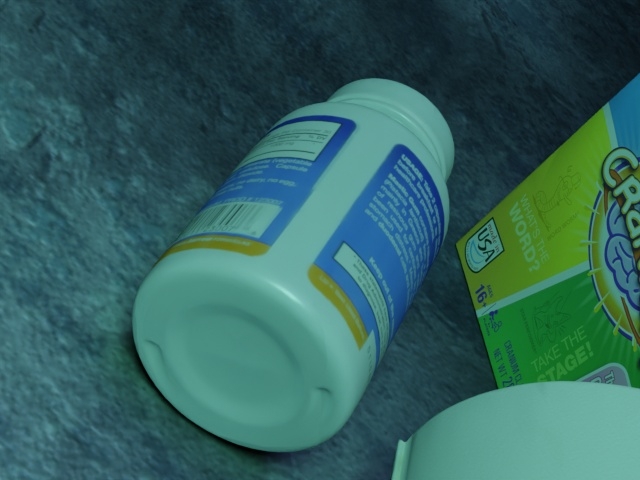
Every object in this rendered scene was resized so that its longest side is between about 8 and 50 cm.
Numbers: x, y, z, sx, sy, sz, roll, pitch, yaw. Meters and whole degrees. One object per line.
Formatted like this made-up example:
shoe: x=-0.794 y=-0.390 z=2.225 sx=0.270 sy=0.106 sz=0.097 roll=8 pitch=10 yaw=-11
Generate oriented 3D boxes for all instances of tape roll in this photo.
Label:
tape roll: x=0.147 y=0.221 z=0.641 sx=0.246 sy=0.246 sz=0.169 roll=30 pitch=44 yaw=-14

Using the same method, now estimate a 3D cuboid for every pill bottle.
pill bottle: x=0.000 y=0.000 z=0.777 sx=0.152 sy=0.152 sz=0.272 roll=39 pitch=42 yaw=-4

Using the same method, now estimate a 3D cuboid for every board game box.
board game box: x=0.242 y=0.019 z=0.821 sx=0.064 sy=0.316 sz=0.242 roll=10 pitch=51 yaw=-31
